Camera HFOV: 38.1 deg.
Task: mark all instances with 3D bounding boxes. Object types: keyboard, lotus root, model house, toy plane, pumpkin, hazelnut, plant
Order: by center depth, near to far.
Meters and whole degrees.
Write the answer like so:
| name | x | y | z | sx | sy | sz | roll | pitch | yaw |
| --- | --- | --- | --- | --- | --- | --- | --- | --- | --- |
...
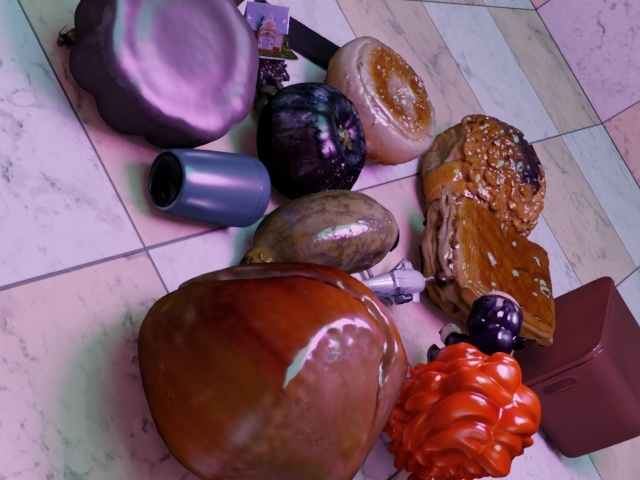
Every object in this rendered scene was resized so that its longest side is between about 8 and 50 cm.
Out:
| name | x | y | z | sx | sy | sz | roll | pitch | yaw |
| --- | --- | --- | --- | --- | --- | --- | --- | --- | --- |
| hazelnut | -0.069 | 0.177 | 1.240 | 0.372 | 0.316 | 0.372 | 20 | 23 | -9 |
| lotus root | 0.000 | 0.000 | 1.574 | 0.309 | 0.173 | 0.173 | -16 | 75 | -36 |
| pumpkin | -0.015 | -0.175 | 1.699 | 0.233 | 0.163 | 0.233 | 20 | 66 | -58 |
| toy plane | 0.099 | 0.073 | 1.710 | 0.273 | 0.107 | 0.182 | 25 | 54 | -41 |
| plant | -0.099 | -0.300 | 1.790 | 0.085 | 0.087 | 0.174 | 2 | 59 | -11 |
| model house | -0.102 | -0.419 | 1.791 | 0.117 | 0.088 | 0.167 | 5 | 28 | -14 |
| keyboard | -0.017 | -0.431 | 2.053 | 0.309 | 0.018 | 0.101 | 22 | 46 | -42 |

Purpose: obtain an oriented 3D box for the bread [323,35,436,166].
| name | x | y | z | sx | sy | sz | roll | pitch | yaw |
| --- | --- | --- | --- | --- | --- | --- | --- | --- | --- |
| bread | 0.121 | -0.289 | 1.990 | 0.305 | 0.158 | 0.306 | 29 | 43 | -31 |

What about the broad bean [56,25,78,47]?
| name | x | y | z | sx | sy | sz | roll | pitch | yaw |
| --- | --- | --- | --- | --- | --- | --- | --- | --- | --- |
| broad bean | -0.321 | -0.306 | 1.531 | 0.254 | 0.046 | 0.065 | 18 | 57 | -43 |

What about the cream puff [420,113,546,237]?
| name | x | y | z | sx | sy | sz | roll | pitch | yaw |
| --- | --- | --- | --- | --- | --- | --- | --- | --- | --- |
| cream puff | 0.390 | -0.140 | 2.155 | 0.343 | 0.231 | 0.327 | -9 | 74 | -55 |

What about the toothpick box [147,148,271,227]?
| name | x | y | z | sx | sy | sz | roll | pitch | yaw |
| --- | --- | --- | --- | --- | --- | --- | --- | --- | --- |
| toothpick box | -0.179 | -0.085 | 1.471 | 0.184 | 0.120 | 0.120 | 5 | 59 | -47 |

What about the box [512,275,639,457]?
| name | x | y | z | sx | sy | sz | roll | pitch | yaw |
| --- | --- | --- | --- | --- | --- | --- | --- | --- | --- |
| box | 0.590 | 0.284 | 2.063 | 0.229 | 0.239 | 0.339 | 54 | 33 | -10 |

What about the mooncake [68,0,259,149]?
| name | x | y | z | sx | sy | sz | roll | pitch | yaw |
| --- | --- | --- | --- | --- | --- | --- | --- | --- | --- |
| mooncake | -0.247 | -0.290 | 1.461 | 0.306 | 0.154 | 0.306 | 9 | 77 | -43 |

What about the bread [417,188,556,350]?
| name | x | y | z | sx | sy | sz | roll | pitch | yaw |
| --- | --- | --- | --- | --- | --- | --- | --- | --- | --- |
| bread | 0.339 | 0.081 | 1.963 | 0.324 | 0.167 | 0.278 | 29 | 45 | -25 |

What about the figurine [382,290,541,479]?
| name | x | y | z | sx | sy | sz | roll | pitch | yaw |
| --- | --- | --- | --- | --- | --- | --- | --- | --- | --- |
| figurine | 0.247 | 0.252 | 1.579 | 0.241 | 0.306 | 0.412 | 43 | 33 | -5 |

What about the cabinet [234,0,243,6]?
| name | x | y | z | sx | sy | sz | roll | pitch | yaw |
| --- | --- | --- | --- | --- | --- | --- | --- | --- | --- |
| cabinet | -0.219 | -0.493 | 1.661 | 0.148 | 0.215 | 0.175 | 24 | 46 | -40 |
